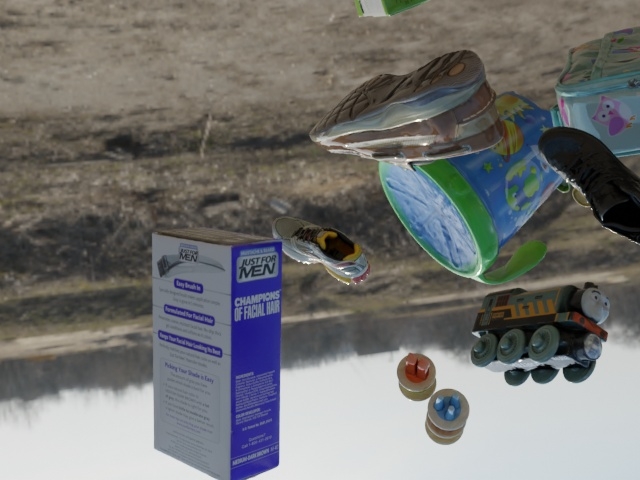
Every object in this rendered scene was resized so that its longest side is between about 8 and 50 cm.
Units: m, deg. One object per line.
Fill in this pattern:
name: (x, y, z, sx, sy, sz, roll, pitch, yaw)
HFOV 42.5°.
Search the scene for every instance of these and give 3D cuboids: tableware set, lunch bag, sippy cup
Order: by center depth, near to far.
lunch bag: (0.391, -0.187, 0.967, 0.224, 0.108, 0.279, -4, -160, 24)
sippy cup: (0.244, -0.101, 1.241, 0.224, 0.240, 0.305, -37, 148, -13)
tableware set: (0.514, -0.087, 1.554, 0.024, 0.154, 0.104, -41, 161, -26)

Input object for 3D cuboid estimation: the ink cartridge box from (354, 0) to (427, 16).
ink cartridge box: (0.120, -0.566, 1.694, 0.097, 0.189, 0.255, -22, -163, -5)

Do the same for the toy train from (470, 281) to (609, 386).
toy train: (0.430, 0.181, 1.639, 0.142, 0.190, 0.334, 29, 157, -20)

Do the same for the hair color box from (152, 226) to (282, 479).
hair color box: (-0.153, 0.158, 1.202, 0.185, 0.339, 0.110, 9, -168, 43)

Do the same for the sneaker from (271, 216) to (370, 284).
sneaker: (0.000, 0.000, 1.646, 0.225, 0.088, 0.093, 23, 152, 23)

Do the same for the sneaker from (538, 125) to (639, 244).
sneaker: (0.284, -0.049, 0.805, 0.051, 0.170, 0.089, -56, 173, 28)

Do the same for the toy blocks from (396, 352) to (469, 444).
toy blocks: (0.143, 0.193, 1.057, 0.054, 0.123, 0.148, -29, 156, -8)

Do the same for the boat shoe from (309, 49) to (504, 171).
boat shoe: (0.097, -0.136, 1.015, 0.123, 0.116, 0.324, -45, -160, -20)
